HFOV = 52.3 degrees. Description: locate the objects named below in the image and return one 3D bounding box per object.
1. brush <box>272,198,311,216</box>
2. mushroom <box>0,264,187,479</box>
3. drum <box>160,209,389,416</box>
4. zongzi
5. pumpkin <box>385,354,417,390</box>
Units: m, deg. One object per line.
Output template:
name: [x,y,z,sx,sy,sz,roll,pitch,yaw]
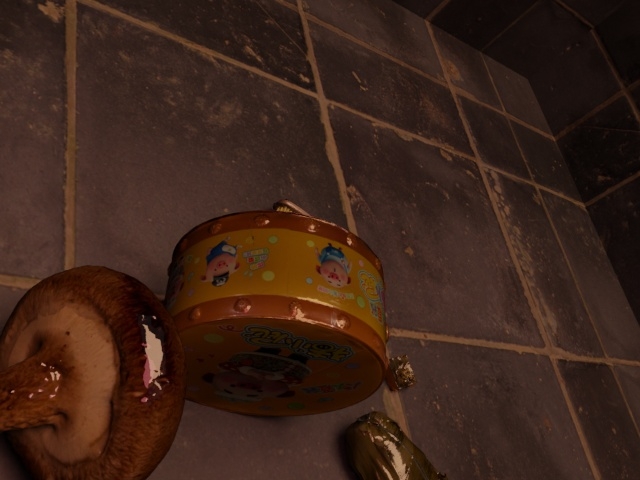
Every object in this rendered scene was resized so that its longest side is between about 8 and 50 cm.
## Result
brush: [-0.001,0.001,1.685,0.313,0.072,0.067,34,65,-26]
mushroom: [-0.350,0.208,0.992,0.345,0.345,0.239,48,7,-5]
drum: [-0.082,0.151,1.200,0.431,0.431,0.214,26,47,-28]
zongzi: [0.122,0.519,1.354,0.251,0.125,0.274,48,45,-6]
pumpkin: [0.197,0.330,1.624,0.074,0.054,0.083,-8,72,-42]
